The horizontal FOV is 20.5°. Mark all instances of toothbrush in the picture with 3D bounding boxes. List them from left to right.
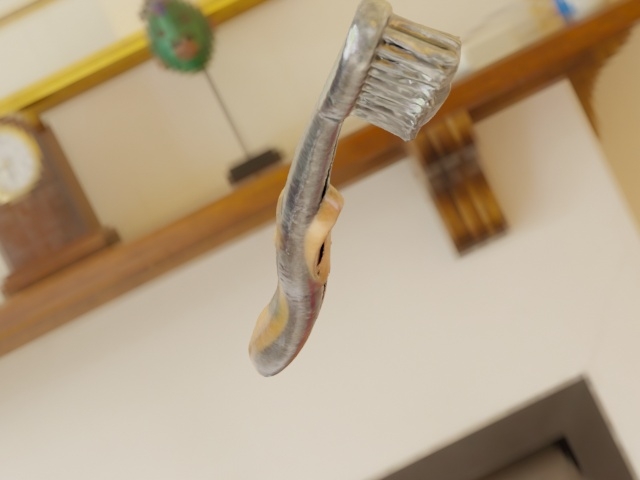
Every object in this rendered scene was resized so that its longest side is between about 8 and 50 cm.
[{"bbox_3d":[-0.003,-0.001,0.556,0.321,0.031,0.023,117,178,-71],"label":"toothbrush"}]
